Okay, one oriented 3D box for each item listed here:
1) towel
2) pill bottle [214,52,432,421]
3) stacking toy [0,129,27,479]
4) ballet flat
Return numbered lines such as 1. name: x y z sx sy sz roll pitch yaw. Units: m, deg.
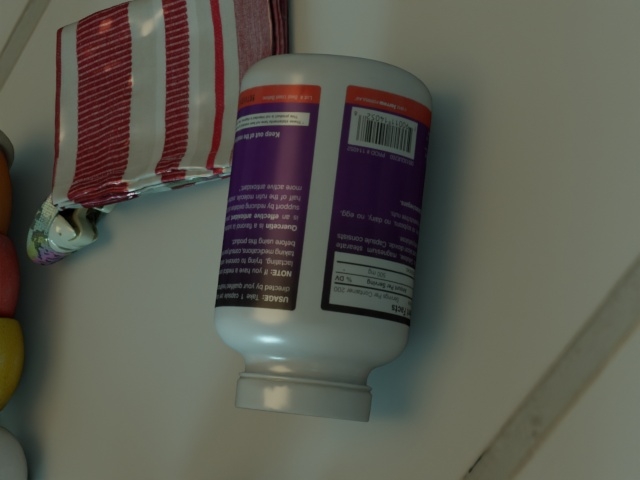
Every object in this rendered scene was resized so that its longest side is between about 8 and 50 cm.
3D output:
1. towel: -0.174 -0.170 1.726 0.329 0.037 0.237 -11 72 33
2. pill bottle: 0.000 0.000 1.434 0.181 0.181 0.323 0 80 48
3. stacking toy: -0.470 0.116 1.890 0.350 0.350 0.480 -35 74 38
4. ballet flat: -0.275 -0.047 1.833 0.221 0.077 0.079 -56 49 17
